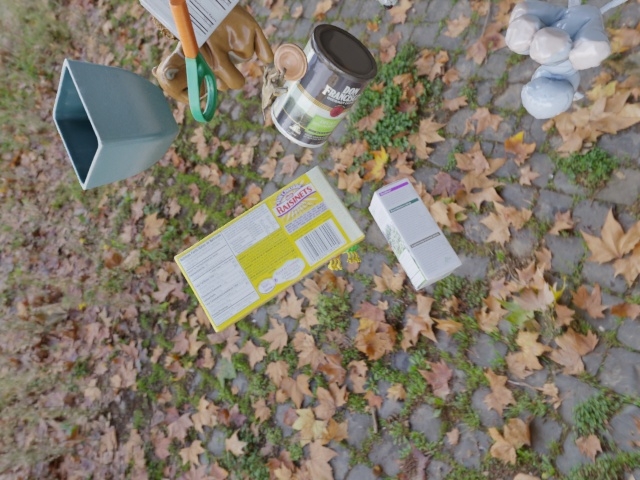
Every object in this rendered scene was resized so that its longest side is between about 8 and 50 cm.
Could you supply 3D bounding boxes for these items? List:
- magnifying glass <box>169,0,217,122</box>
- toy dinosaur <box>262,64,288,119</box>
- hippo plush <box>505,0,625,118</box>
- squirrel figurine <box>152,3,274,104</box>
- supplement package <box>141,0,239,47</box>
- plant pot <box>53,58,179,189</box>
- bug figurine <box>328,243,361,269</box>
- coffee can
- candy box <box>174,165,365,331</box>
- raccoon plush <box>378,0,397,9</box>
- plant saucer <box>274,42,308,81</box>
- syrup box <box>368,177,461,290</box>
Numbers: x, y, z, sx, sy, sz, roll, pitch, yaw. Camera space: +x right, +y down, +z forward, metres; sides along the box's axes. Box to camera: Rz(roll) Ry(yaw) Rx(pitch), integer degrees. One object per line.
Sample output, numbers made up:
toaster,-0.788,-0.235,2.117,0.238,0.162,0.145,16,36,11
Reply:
magnifying glass,-0.216,-0.301,0.732,0.026,0.231,0.092,10,61,3
toy dinosaur,-0.116,-0.337,0.957,0.183,0.053,0.093,0,74,69
hippo plush,0.561,-0.446,1.055,0.234,0.237,0.294,23,58,19
squirrel figurine,-0.416,-0.671,1.427,0.370,0.397,0.281,-37,42,-10
supplement package,-0.263,-0.534,0.903,0.203,0.149,0.194,-48,30,5
plant pot,-0.551,-0.319,1.186,0.247,0.252,0.247,-33,80,47
bug figurine,0.000,0.000,1.319,0.279,0.216,0.072,30,111,42
coffee can,0.003,-0.432,1.218,0.275,0.201,0.202,-45,51,47
candy box,-0.060,0.009,0.507,0.205,0.027,0.105,-33,76,-1
raccoon plush,0.182,-0.793,0.982,0.299,0.216,0.447,-118,38,-71
plant saucer,-0.069,-0.407,0.976,0.083,0.084,0.013,-5,33,30
syrup box,0.211,-0.016,0.982,0.096,0.093,0.237,-23,72,-12
